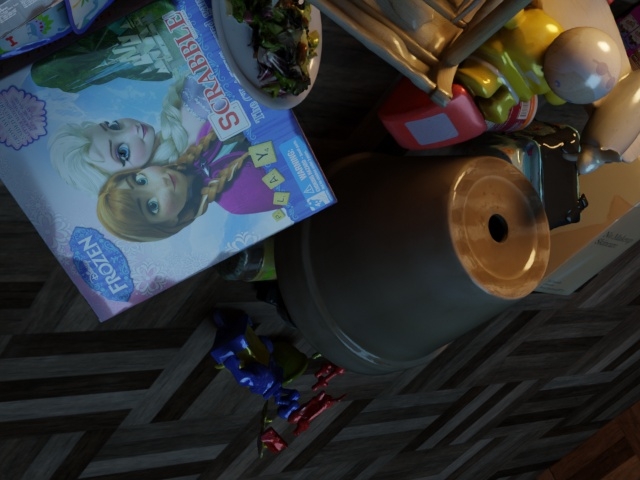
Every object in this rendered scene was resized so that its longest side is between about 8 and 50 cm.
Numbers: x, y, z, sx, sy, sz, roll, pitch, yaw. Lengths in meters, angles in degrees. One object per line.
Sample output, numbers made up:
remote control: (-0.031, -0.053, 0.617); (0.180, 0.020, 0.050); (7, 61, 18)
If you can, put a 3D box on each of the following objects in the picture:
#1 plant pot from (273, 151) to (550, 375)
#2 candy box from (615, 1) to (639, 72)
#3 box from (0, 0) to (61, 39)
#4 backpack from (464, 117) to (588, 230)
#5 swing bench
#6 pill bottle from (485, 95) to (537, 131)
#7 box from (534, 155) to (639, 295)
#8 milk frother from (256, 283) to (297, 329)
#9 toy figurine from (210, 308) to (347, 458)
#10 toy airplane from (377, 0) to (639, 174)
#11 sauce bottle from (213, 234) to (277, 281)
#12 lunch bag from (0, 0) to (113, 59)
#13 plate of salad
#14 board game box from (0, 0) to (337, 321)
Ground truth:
plant pot: (0.147, 0.012, 1.467); (0.323, 0.323, 0.280); (-1, 170, -39)
candy box: (0.534, -0.295, 1.544); (0.233, 0.159, 0.071); (-37, 152, 20)
box: (-0.265, -0.281, 0.890); (0.231, 0.056, 0.183); (-35, 122, -5)
backpack: (0.298, -0.101, 1.638); (0.144, 0.188, 0.166); (-16, 113, -14)
swing bench: (0.101, -0.312, 1.031); (0.253, 0.165, 0.255); (36, 123, -13)
pill bottle: (0.227, -0.197, 1.528); (0.152, 0.086, 0.086); (-3, 144, -35)
box: (0.507, -0.040, 1.985); (0.148, 0.121, 0.311); (8, 137, -46)
milk frother: (-0.021, 0.074, 1.771); (0.143, 0.129, 0.135); (-54, -170, -7)
toy figurine: (-0.093, 0.178, 1.838); (0.191, 0.217, 0.362); (-39, -167, 13)
toy airplane: (0.290, -0.258, 1.278); (0.386, 0.272, 0.384); (2, 123, -21)
sauce bottle: (0.000, 0.000, 1.638); (0.344, 0.111, 0.111); (-3, 144, -35)
lunch bag: (-0.264, -0.259, 1.013); (0.151, 0.096, 0.129); (-26, 148, -20)
plate of salad: (-0.045, -0.238, 1.135); (0.048, 0.200, 0.200); (-4, 165, 32)
board game box: (-0.187, -0.105, 1.206); (0.318, 0.066, 0.319); (-28, 122, 1)
